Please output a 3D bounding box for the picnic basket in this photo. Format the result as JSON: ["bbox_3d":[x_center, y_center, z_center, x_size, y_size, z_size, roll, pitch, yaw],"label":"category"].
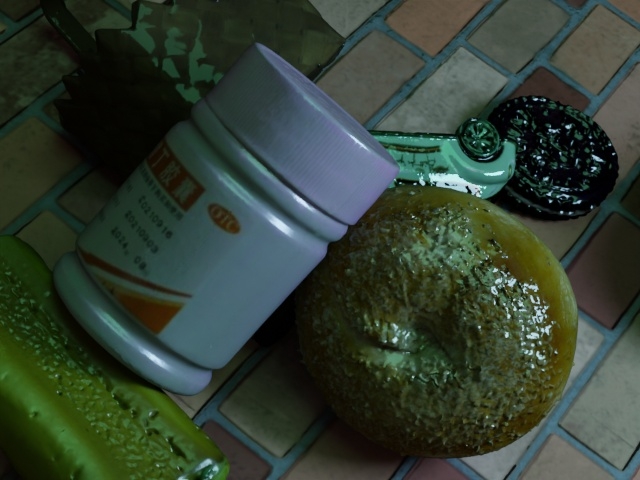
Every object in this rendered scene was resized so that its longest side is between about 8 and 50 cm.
[{"bbox_3d":[-0.176,-0.236,1.709,0.321,0.254,0.291,46,53,4],"label":"picnic basket"}]

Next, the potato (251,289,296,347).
[{"bbox_3d":[-0.083,0.062,1.643,0.103,0.066,0.096,39,26,23],"label":"potato"}]

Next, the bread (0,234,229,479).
[{"bbox_3d":[-0.260,0.158,1.473,0.383,0.112,0.166,44,50,17],"label":"bread"}]

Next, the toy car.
[{"bbox_3d":[0.088,-0.065,1.757,0.306,0.136,0.125,-1,67,-20],"label":"toy car"}]

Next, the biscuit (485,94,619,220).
[{"bbox_3d":[0.290,-0.106,1.909,0.195,0.053,0.194,10,51,-12],"label":"biscuit"}]

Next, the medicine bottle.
[{"bbox_3d":[-0.096,-0.021,1.495,0.202,0.316,0.202,41,7,-6],"label":"medicine bottle"}]

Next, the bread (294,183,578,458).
[{"bbox_3d":[0.114,0.091,1.553,0.306,0.305,0.159,32,15,6],"label":"bread"}]
